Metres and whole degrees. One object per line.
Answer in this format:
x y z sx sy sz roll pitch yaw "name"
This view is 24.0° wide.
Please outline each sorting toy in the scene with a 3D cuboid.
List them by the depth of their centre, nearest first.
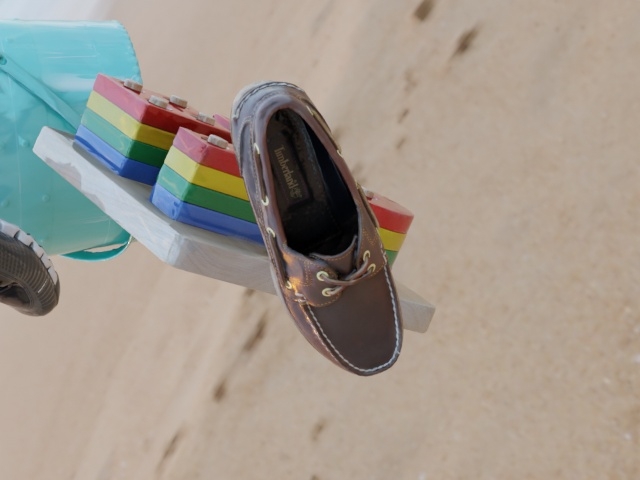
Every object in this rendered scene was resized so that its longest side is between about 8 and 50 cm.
-0.059 -0.039 1.207 0.257 0.255 0.089 34 103 50 "sorting toy"

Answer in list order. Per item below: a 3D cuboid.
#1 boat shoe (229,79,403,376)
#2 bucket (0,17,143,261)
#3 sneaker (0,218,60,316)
0.000 0.000 0.933 0.073 0.207 0.073 -29 20 -9 "boat shoe"
-0.292 -0.105 1.572 0.281 0.183 0.281 173 90 -72 "bucket"
-0.313 0.016 1.302 0.078 0.234 0.106 -13 49 25 "sneaker"
